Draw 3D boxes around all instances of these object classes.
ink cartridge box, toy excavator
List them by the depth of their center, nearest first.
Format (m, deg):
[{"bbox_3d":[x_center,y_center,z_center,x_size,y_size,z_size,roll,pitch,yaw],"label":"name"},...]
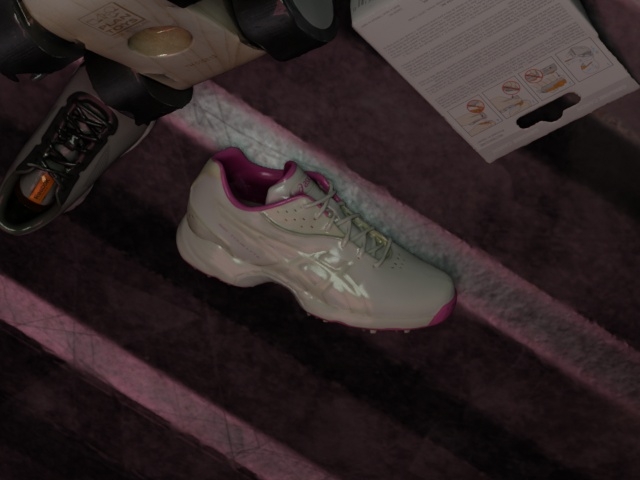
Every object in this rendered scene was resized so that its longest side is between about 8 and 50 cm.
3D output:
[{"bbox_3d":[-0.209,-0.374,1.233,0.222,0.445,0.433,-21,157,29],"label":"toy excavator"},{"bbox_3d":[0.165,-0.188,1.343,0.181,0.056,0.225,-26,132,32],"label":"ink cartridge box"}]

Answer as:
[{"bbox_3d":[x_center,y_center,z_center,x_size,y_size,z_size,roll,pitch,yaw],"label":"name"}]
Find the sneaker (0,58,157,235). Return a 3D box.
[{"bbox_3d":[-0.257,-0.096,1.503,0.100,0.108,0.271,37,126,-7],"label":"sneaker"}]

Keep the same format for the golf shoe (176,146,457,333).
[{"bbox_3d":[0.000,0.000,1.484,0.306,0.115,0.140,17,125,5],"label":"golf shoe"}]
